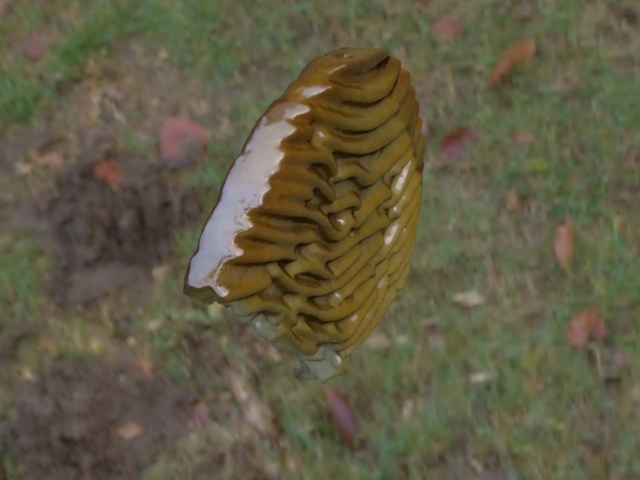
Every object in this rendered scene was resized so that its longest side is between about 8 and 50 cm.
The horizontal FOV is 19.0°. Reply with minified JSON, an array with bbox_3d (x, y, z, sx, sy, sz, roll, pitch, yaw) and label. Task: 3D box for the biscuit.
[{"bbox_3d":[0.001,0.000,0.835,0.031,0.176,0.228,16,29,18],"label":"biscuit"}]
